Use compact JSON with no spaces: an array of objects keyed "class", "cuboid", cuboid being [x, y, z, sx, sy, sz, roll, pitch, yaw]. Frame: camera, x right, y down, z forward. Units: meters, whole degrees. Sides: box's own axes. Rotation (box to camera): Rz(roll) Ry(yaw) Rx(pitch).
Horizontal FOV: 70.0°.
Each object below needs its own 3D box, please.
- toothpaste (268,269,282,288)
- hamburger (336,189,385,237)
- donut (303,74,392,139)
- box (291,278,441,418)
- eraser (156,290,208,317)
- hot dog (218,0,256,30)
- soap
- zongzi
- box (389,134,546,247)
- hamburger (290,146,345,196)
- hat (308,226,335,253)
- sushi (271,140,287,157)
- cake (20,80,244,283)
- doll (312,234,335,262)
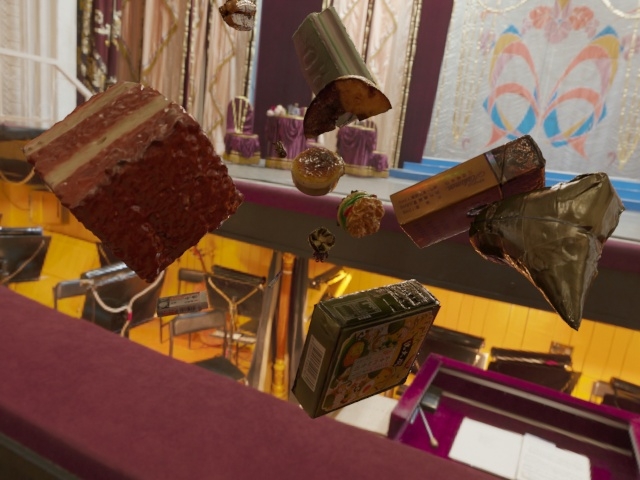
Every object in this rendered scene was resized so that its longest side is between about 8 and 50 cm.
[{"class":"toothpaste","cuboid":[-0.171,0.149,1.747,0.015,0.024,0.083,16,54,30]},{"class":"hamburger","cuboid":[0.202,-0.118,2.144,0.237,0.236,0.149,-2,25,-35]},{"class":"donut","cuboid":[0.062,-0.443,1.439,0.295,0.151,0.112,-17,31,20]},{"class":"box","cuboid":[0.142,0.336,1.446,0.421,0.372,0.138,-6,34,-34]},{"class":"eraser","cuboid":[-0.340,0.156,1.127,0.122,0.029,0.052,-8,29,-13]},{"class":"hot dog","cuboid":[-0.296,-0.816,1.649,0.072,0.109,0.269,17,23,6]},{"class":"soap","cuboid":[0.061,-0.732,1.987,0.156,0.445,0.261,-34,9,-26]},{"class":"zongzi","cuboid":[0.480,0.044,1.082,0.174,0.392,0.356,40,-28,-19]},{"class":"box","cuboid":[0.442,-0.130,1.359,0.416,0.115,0.264,-22,-25,17]},{"class":"hamburger","cuboid":[-0.005,-0.175,1.124,0.141,0.081,0.126,-18,58,-23]},{"class":"hat","cuboid":[-0.001,0.000,1.448,0.076,0.077,0.059,-34,5,-14]},{"class":"sushi","cuboid":[-0.194,-0.437,2.200,0.055,0.052,0.120,29,33,-50]},{"class":"cake","cuboid":[-0.365,-0.129,0.915,0.269,0.270,0.320,-43,53,-16]},{"class":"doll","cuboid":[0.011,0.026,2.255,0.104,0.194,0.062,14,33,1]}]
